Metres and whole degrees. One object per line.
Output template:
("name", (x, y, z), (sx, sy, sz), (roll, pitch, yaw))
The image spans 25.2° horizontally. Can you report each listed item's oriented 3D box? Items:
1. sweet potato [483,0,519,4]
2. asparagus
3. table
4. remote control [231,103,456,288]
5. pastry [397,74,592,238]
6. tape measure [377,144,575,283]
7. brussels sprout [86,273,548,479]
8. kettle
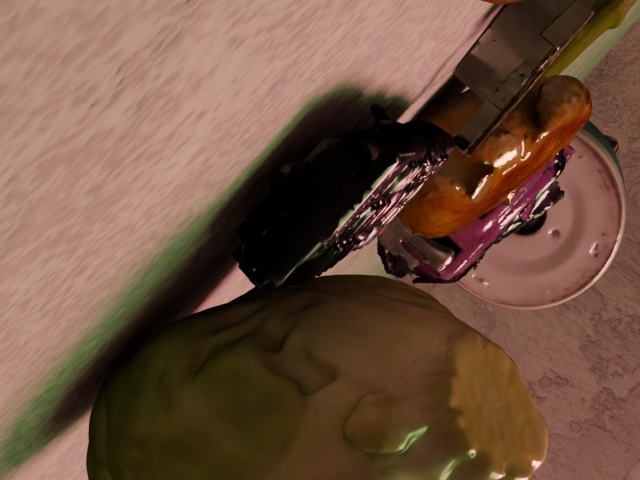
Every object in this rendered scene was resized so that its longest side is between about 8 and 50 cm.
("sweet potato", (0.186, -0.223, 0.947), (0.255, 0.058, 0.078), (-43, 158, -14))
("asparagus", (0.271, -0.231, 1.534), (0.060, 0.067, 0.278), (7, -142, 46))
("table", (0.176, -0.171, 1.206), (0.175, 0.062, 0.146), (-43, 174, -42))
("remote control", (0.022, -0.034, 1.021), (0.144, 0.062, 0.399), (-46, 176, 9))
("pastry", (0.153, -0.084, 1.373), (0.218, 0.100, 0.229), (-29, 167, -42))
("tape measure", (0.166, -0.047, 1.594), (0.245, 0.149, 0.231), (-46, 174, -2))
("brussels sprout", (0.003, 0.134, 0.988), (0.317, 0.242, 0.274), (-9, 163, 17))
("kettle", (0.248, -0.065, 1.923), (0.319, 0.247, 0.342), (-15, -168, 15))
